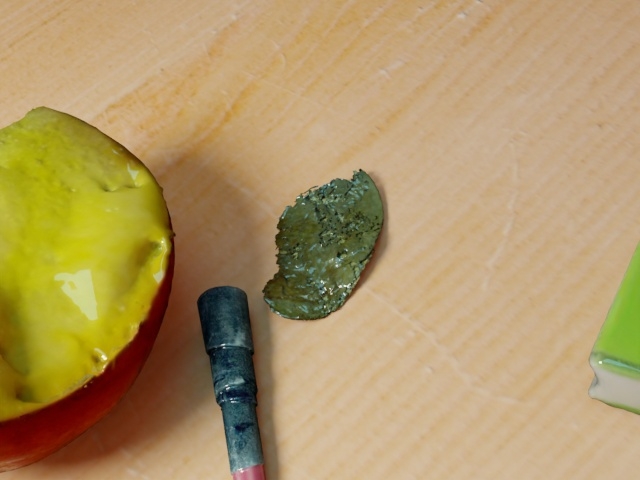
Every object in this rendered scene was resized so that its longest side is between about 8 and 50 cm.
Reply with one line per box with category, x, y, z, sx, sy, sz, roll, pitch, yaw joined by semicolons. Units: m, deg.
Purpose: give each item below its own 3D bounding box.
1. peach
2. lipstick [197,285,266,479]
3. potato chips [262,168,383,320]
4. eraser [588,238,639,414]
peach;-0.314;0.072;0.938;0.306;0.242;0.380;34;40;6
lipstick;-0.081;0.151;0.940;0.053;0.053;0.234;-16;51;1
potato chips;0.000;0.000;1.062;0.142;0.026;0.209;28;62;34
eraser;0.387;0.052;0.881;0.210;0.092;0.274;16;55;24
